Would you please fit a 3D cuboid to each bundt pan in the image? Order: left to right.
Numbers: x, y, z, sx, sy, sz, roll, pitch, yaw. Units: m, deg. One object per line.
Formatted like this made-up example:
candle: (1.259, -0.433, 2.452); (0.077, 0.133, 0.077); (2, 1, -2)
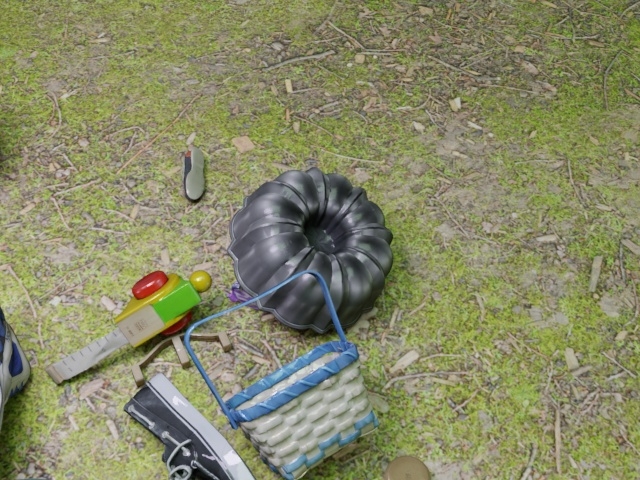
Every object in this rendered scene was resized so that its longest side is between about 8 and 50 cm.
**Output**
bundt pan: (0.000, 0.000, 1.384); (0.331, 0.124, 0.331); (13, 58, -21)

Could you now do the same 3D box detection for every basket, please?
basket: (-0.059, 0.222, 1.206); (0.255, 0.201, 0.289); (-24, 95, -20)

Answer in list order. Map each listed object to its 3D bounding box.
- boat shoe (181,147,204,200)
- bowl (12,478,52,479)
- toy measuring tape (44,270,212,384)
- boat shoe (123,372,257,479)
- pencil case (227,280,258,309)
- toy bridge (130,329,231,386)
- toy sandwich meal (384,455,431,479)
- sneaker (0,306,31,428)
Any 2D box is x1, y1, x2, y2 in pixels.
boat shoe: (-0.280, -0.138, 1.585); (0.043, 0.049, 0.137); (-26, 50, 30)
bowl: (-0.398, 0.465, 0.999); (0.311, 0.163, 0.311); (14, 55, -21)
toy measuring tape: (-0.345, 0.147, 1.349); (0.330, 0.121, 0.121); (-31, 60, -3)
boat shoe: (-0.211, 0.344, 1.193); (0.105, 0.113, 0.306); (-40, 62, -21)
pencil case: (-0.105, 0.041, 1.443); (0.088, 0.086, 0.206); (-6, 43, 39)
toy bridge: (-0.256, 0.203, 1.345); (0.188, 0.026, 0.063); (-20, 56, -18)
toy sandwich meal: (0.147, 0.401, 1.225); (0.085, 0.029, 0.085); (-1, 51, 1)
sneaker: (-0.546, 0.241, 1.207); (0.127, 0.182, 0.315); (-8, 59, -2)
